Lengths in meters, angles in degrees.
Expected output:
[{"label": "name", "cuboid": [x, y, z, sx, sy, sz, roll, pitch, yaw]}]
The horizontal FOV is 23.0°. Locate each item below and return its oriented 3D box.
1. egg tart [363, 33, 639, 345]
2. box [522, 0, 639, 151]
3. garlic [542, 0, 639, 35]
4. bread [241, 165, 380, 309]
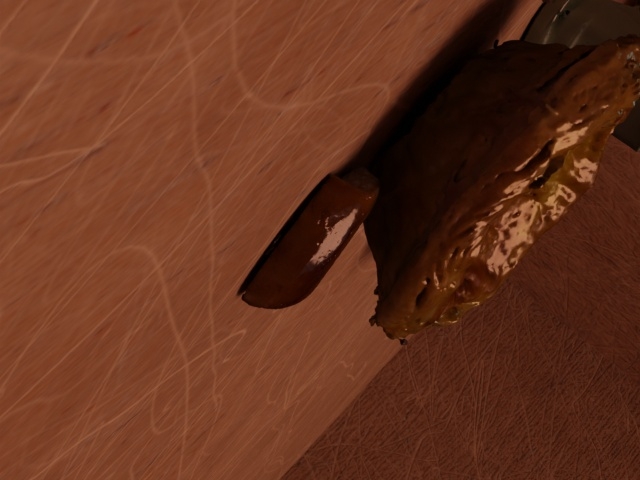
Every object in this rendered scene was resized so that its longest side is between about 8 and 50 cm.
[{"label": "egg tart", "cuboid": [0.141, -0.063, 1.366, 0.352, 0.150, 0.352, -47, 170, -11]}, {"label": "box", "cuboid": [0.365, -0.245, 1.666, 0.312, 0.182, 0.175, -48, 172, -25]}, {"label": "garlic", "cuboid": [0.254, -0.251, 1.323, 0.174, 0.099, 0.124, 82, 30, -79]}, {"label": "bread", "cuboid": [0.000, 0.000, 1.240, 0.129, 0.044, 0.126, -57, 172, 25]}]
